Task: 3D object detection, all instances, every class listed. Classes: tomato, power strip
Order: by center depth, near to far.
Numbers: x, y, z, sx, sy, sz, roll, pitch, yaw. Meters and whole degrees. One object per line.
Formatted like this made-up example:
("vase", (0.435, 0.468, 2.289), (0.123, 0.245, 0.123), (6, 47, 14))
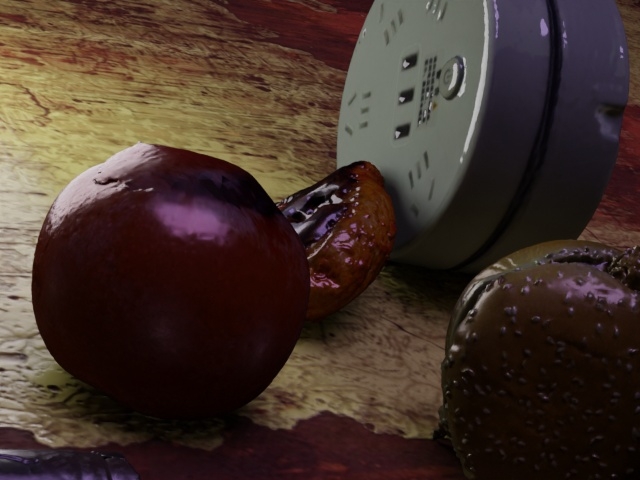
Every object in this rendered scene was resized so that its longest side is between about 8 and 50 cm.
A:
("tomato", (-0.109, 0.025, 1.059), (0.208, 0.184, 0.208), (15, 24, -7))
("power strip", (0.147, -0.132, 1.438), (0.161, 0.357, 0.357), (9, 25, -23))

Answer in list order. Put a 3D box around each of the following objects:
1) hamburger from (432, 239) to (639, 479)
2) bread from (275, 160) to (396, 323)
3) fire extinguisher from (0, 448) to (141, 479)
("hamburger", (0.190, 0.099, 1.095), (0.189, 0.215, 0.122), (17, 17, -4))
("bread", (0.007, -0.002, 1.317), (0.139, 0.095, 0.269), (-24, 13, 11))
("fire extinguisher", (-0.232, 0.150, 0.805), (0.268, 0.089, 0.072), (6, 51, -29))
